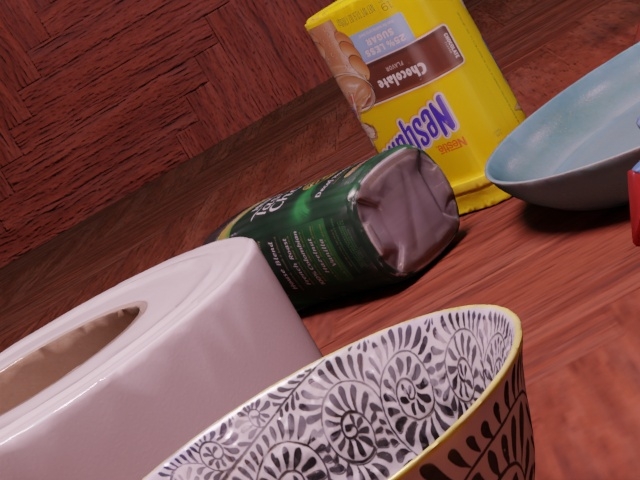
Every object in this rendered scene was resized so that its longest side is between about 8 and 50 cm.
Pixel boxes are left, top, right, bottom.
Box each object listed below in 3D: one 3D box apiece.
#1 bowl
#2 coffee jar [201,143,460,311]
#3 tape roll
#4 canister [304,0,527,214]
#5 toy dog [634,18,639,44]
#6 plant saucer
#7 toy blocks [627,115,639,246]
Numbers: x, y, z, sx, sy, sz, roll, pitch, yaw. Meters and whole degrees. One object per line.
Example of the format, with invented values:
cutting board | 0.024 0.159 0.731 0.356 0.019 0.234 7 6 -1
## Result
bowl | 0.010 0.099 0.496 0.170 0.080 0.170 -29 11 6
coffee jar | 0.000 0.000 1.016 0.184 0.079 0.096 -20 14 47
tape roll | -0.133 0.112 0.795 0.286 0.100 0.286 -29 10 6
canister | 0.074 -0.105 1.055 0.073 0.170 0.126 -37 12 -34
toy dog | 0.236 -0.289 1.230 0.161 0.334 0.220 -49 -12 -9
plant saucer | 0.248 -0.100 0.898 0.318 0.043 0.317 -30 9 6
toy blocks | 0.233 -0.081 0.560 0.261 0.190 0.381 -42 9 5
